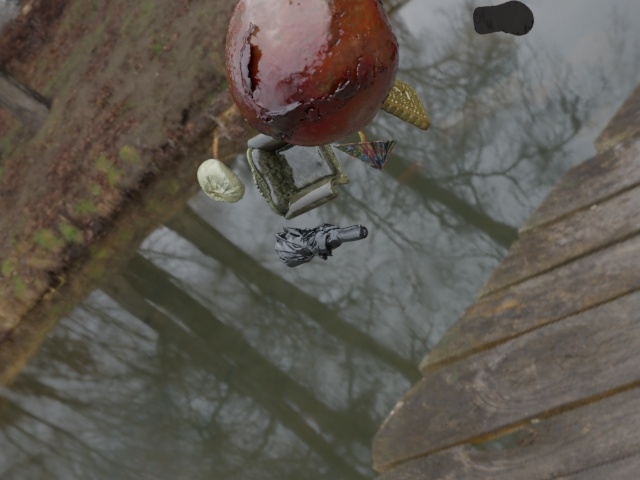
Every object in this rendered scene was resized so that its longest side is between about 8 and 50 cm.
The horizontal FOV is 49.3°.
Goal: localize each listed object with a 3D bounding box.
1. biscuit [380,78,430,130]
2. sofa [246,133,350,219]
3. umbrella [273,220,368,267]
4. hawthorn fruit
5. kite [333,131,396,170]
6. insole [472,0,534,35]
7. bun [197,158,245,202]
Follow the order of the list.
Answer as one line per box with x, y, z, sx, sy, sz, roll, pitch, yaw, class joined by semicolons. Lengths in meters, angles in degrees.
0.105;-0.318;1.414;0.029;0.255;0.172;-55;27;31;biscuit
-0.068;-0.209;1.976;0.200;0.258;0.182;-23;7;24;sofa
0.000;0.000;1.857;0.340;0.118;0.118;-13;43;48;umbrella
-0.007;-0.298;1.143;0.316;0.316;0.316;-38;27;23;hawthorn fruit
0.146;-0.287;2.233;0.241;0.183;0.014;5;52;33;kite
0.555;-0.667;2.100;0.322;0.109;0.007;-19;12;-39;insole
-0.361;-0.204;2.497;0.111;0.188;0.164;-51;10;-26;bun
